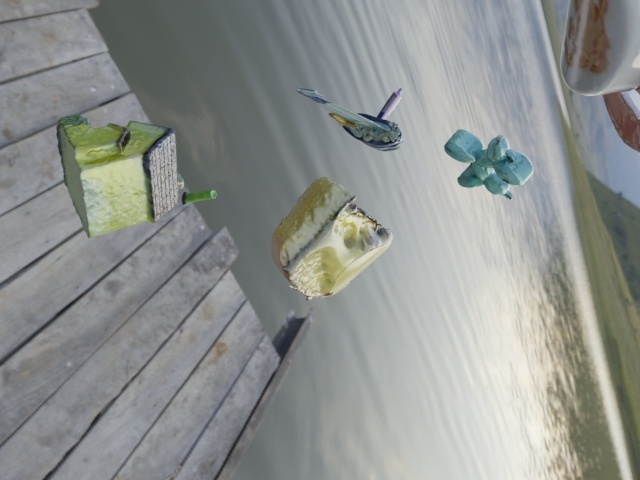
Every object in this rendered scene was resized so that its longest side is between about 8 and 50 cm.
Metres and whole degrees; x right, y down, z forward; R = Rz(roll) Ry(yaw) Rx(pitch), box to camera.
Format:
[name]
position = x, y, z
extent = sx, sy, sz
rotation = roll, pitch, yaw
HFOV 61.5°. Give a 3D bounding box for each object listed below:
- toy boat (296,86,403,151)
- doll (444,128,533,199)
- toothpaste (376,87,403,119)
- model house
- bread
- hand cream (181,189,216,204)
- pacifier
[toy boat]
position = 0.063, -0.287, 1.207
extent = 0.291, 0.221, 0.066
rotation = 25, 95, -43
[doll]
position = 0.296, -0.135, 0.941
extent = 0.059, 0.159, 0.159
rotation = -46, 140, -12
[toothpaste]
position = 0.177, -0.353, 1.508
extent = 0.028, 0.169, 0.045
rotation = 30, 17, -19
[model house]
position = -0.372, -0.143, 1.033
extent = 0.170, 0.212, 0.193
rotation = 50, -36, 36
[bread]
position = 0.000, 0.000, 0.978
extent = 0.204, 0.163, 0.262
rotation = -52, 150, -1
[hand cream]
position = -0.324, -0.117, 1.421
extent = 0.023, 0.122, 0.036
rotation = 11, 79, -54
[pacifier]
position = 0.355, -0.242, 0.529
extent = 0.220, 0.273, 0.332
rotation = -51, 146, -25
